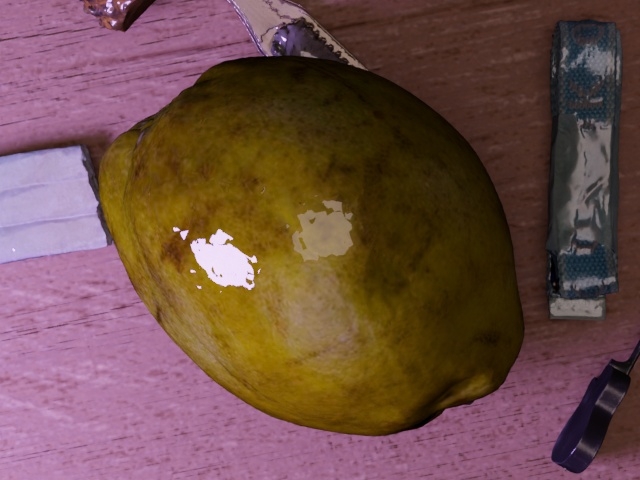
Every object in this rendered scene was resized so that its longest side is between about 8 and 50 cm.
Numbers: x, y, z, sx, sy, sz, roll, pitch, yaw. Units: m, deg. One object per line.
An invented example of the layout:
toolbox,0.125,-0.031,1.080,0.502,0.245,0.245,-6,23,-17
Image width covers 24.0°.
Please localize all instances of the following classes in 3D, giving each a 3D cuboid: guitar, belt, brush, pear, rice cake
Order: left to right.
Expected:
rice cake,-0.330,-0.029,1.550,0.211,0.038,0.124,-15,93,2
brush,-0.059,-0.231,1.526,0.327,0.065,0.070,44,95,0
pear,0.000,0.000,1.399,0.413,0.352,0.352,38,93,-6
belt,0.263,-0.070,1.514,0.072,0.087,0.302,0,93,-3
guitar,0.303,0.132,1.535,0.025,0.088,0.233,30,84,-1

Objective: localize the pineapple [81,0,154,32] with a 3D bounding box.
pineapple,-0.248,-0.324,1.502,0.119,0.111,0.237,-44,88,-9
